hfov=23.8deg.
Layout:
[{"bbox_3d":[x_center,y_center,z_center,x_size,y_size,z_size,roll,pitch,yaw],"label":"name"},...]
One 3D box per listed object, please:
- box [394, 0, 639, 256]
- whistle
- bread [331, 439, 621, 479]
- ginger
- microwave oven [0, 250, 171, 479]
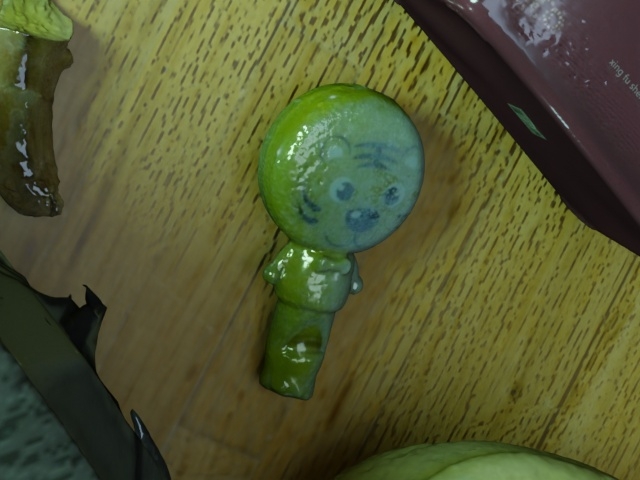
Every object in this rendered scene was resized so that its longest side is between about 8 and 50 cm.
[{"bbox_3d":[0.181,-0.123,0.908,0.167,0.193,0.294,-43,114,1],"label":"box"},{"bbox_3d":[0.000,0.000,0.932,0.104,0.057,0.198,6,107,-29],"label":"whistle"},{"bbox_3d":[0.096,0.278,0.933,0.320,0.237,0.320,8,74,-31],"label":"bread"},{"bbox_3d":[-0.168,-0.081,0.847,0.057,0.044,0.137,-4,105,-40],"label":"ginger"},{"bbox_3d":[-0.244,0.153,0.690,0.374,0.236,0.432,-37,134,-12],"label":"microwave oven"}]
